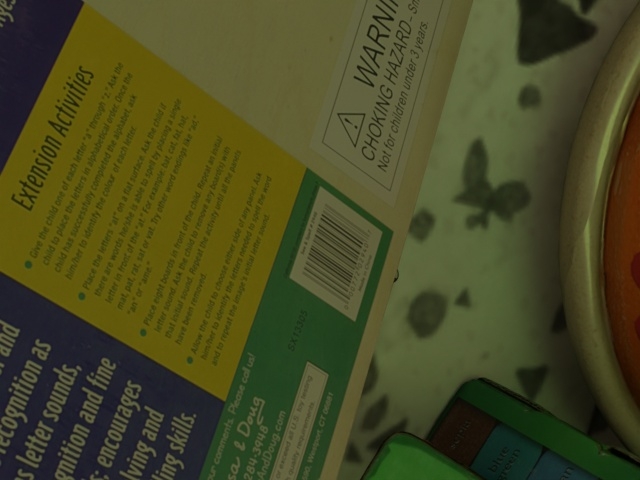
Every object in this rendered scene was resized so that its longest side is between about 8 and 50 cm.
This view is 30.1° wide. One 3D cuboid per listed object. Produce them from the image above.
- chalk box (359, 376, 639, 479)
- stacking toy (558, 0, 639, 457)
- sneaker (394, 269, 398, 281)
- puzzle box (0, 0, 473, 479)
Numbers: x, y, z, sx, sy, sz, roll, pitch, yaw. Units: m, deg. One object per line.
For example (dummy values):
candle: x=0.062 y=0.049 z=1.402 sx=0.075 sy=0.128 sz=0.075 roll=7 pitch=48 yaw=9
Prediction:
chalk box: x=0.123 y=0.196 z=0.568 sx=0.289 sy=0.179 sz=0.180 roll=34 pitch=85 yaw=-27
stacking toy: x=0.359 y=0.020 z=0.469 sx=0.350 sy=0.480 sz=0.351 roll=-6 pitch=104 yaw=-24
sneaker: x=0.000 y=0.000 z=0.552 sx=0.083 sy=0.031 sz=0.035 roll=37 pitch=99 yaw=-23
puzzle box: x=-0.072 y=-0.094 z=0.369 sx=0.272 sy=0.052 sz=0.409 roll=35 pitch=59 yaw=-30
